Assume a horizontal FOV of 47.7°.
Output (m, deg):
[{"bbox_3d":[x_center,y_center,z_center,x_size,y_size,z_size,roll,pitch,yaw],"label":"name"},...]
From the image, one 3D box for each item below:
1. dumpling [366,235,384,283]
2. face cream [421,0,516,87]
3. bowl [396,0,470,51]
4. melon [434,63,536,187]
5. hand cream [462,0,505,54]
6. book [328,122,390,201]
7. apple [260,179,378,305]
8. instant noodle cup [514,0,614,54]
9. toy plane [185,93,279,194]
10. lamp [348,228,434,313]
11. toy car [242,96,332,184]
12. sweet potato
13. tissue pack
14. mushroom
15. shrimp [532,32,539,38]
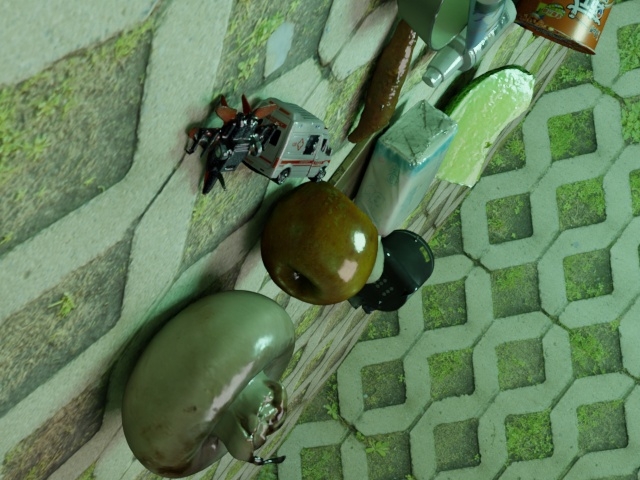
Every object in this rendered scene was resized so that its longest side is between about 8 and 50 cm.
[{"bbox_3d":[0.128,0.033,2.015,0.216,0.126,0.167,67,45,-71],"label":"dumpling"},{"bbox_3d":[0.295,-0.409,1.502,0.252,0.101,0.101,-48,165,-15],"label":"face cream"},{"bbox_3d":[0.190,-0.415,1.124,0.211,0.112,0.211,-49,167,-16],"label":"bowl"},{"bbox_3d":[0.425,-0.316,1.945,0.331,0.226,0.344,-4,117,-56],"label":"melon"},{"bbox_3d":[0.264,-0.370,1.161,0.088,0.055,0.256,-49,172,3],"label":"hand cream"},{"bbox_3d":[0.057,-0.122,1.602,0.310,0.021,0.217,-52,167,-2],"label":"book"},{"bbox_3d":[0.000,0.000,1.337,0.208,0.236,0.237,-61,171,-28],"label":"apple"},{"bbox_3d":[0.626,-0.609,1.832,0.192,0.250,0.250,-66,163,16],"label":"instant noodle cup"},{"bbox_3d":[-0.124,-0.112,0.954,0.130,0.061,0.189,-11,145,-34],"label":"toy plane"},{"bbox_3d":[0.242,0.084,2.307,0.272,0.205,0.374,-39,178,-30],"label":"lamp"},{"bbox_3d":[-0.041,-0.150,1.080,0.108,0.089,0.209,-62,161,16],"label":"toy car"},{"bbox_3d":[0.122,-0.289,1.310,0.314,0.066,0.072,111,-19,-46],"label":"sweet potato"},{"bbox_3d":[0.185,-0.158,1.643,0.201,0.124,0.271,-40,163,-34],"label":"tissue pack"},{"bbox_3d":[-0.164,0.266,1.266,0.362,0.294,0.362,-48,163,-19],"label":"mushroom"},{"bbox_3d":[0.678,-0.715,2.090,0.152,0.062,0.287,-58,169,-31],"label":"shrimp"}]
